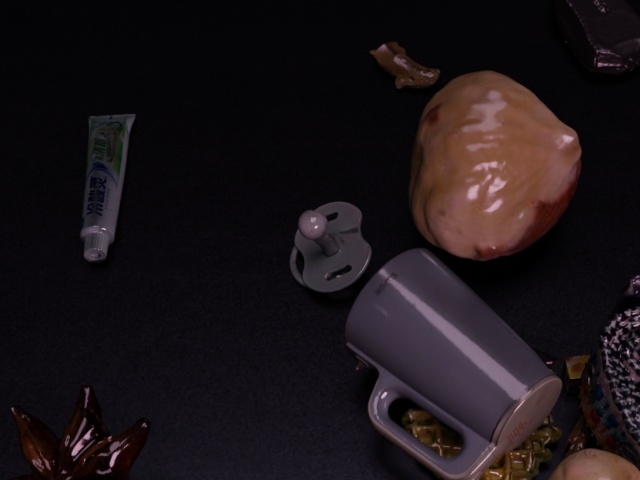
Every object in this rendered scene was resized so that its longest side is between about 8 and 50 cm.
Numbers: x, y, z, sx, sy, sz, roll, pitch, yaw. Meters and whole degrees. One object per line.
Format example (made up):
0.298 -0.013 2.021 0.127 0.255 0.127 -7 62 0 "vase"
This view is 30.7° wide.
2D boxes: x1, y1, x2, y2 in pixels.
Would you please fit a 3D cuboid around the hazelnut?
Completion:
0.239 -0.105 1.582 0.241 0.261 0.261 -6 40 47 "hazelnut"

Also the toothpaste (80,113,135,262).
-0.323 -0.089 1.738 0.075 0.048 0.297 -4 48 1 "toothpaste"

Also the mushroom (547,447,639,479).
0.320 0.308 1.325 0.148 0.148 0.112 31 26 25 "mushroom"

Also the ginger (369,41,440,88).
0.128 -0.281 1.863 0.057 0.044 0.137 -24 53 -38 "ginger"

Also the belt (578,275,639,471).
0.426 0.199 1.371 0.295 0.160 0.207 43 76 14 "belt"

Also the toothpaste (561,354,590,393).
0.399 0.163 1.488 0.178 0.043 0.037 -5 52 -1 "toothpaste"

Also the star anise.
-0.293 0.303 1.399 0.272 0.102 0.272 -9 68 23 "star anise"

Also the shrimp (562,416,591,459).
0.351 0.244 1.441 0.083 0.023 0.114 35 57 24 "shrimp"

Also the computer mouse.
0.445 -0.351 1.877 0.122 0.073 0.217 -18 59 -8 "computer mouse"

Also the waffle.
0.197 0.235 1.448 0.169 0.036 0.183 -34 56 -26 "waffle"

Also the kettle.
0.146 0.159 1.409 0.210 0.160 0.243 -43 59 -10 "kettle"

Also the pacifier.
0.000 0.000 1.603 0.127 0.116 0.150 -21 52 20 "pacifier"
